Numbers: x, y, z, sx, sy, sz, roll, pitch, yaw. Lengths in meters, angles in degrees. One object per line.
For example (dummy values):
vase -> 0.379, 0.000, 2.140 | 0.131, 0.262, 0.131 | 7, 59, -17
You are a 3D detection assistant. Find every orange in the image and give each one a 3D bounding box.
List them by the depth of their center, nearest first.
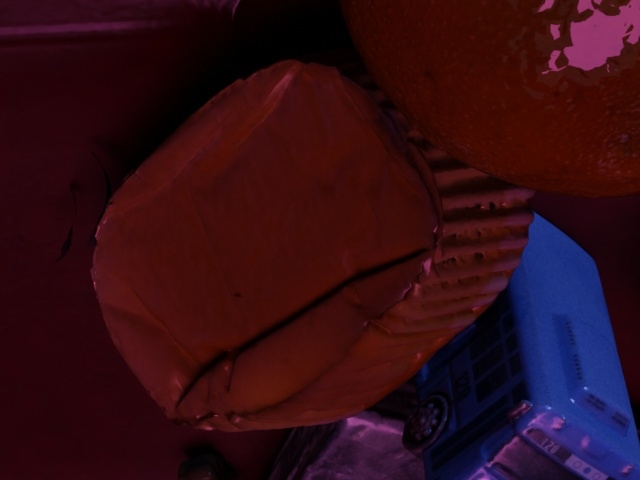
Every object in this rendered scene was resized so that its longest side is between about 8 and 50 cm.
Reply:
orange -> 0.134, -0.150, 0.968 | 0.264, 0.264, 0.264 | 0, 130, -1

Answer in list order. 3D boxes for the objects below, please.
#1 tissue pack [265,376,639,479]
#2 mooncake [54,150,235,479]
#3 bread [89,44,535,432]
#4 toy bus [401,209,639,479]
tissue pack -> 0.118, 0.211, 1.365 | 0.315, 0.103, 0.228 | 15, 127, -14
mooncake -> -0.128, 0.086, 1.284 | 0.057, 0.150, 0.347 | -19, 148, -1
bread -> 0.000, 0.000, 1.135 | 0.156, 0.204, 0.288 | -10, 149, -52
toy bus -> 0.133, 0.092, 1.180 | 0.116, 0.234, 0.133 | 35, 119, -27
